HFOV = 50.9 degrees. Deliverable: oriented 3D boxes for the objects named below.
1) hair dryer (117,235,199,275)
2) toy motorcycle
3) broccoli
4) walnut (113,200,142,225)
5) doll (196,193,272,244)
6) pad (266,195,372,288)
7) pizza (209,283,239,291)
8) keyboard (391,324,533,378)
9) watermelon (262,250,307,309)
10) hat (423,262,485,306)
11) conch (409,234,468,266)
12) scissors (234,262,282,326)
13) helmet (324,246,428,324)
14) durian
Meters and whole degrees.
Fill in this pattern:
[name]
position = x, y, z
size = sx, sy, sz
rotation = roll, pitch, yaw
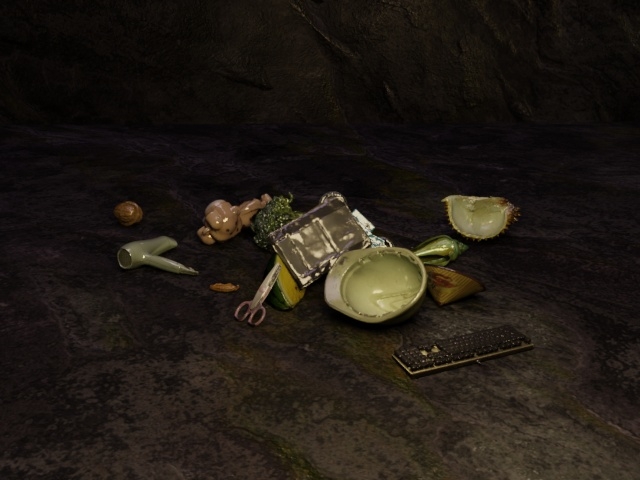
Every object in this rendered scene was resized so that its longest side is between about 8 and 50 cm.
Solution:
[hair dryer]
position = -0.432, 0.052, 1.930
size = 0.237, 0.075, 0.206
rotation = 20, 22, 24
[toy motorcycle]
position = 0.069, 0.008, 1.833
size = 0.272, 0.182, 0.123
rotation = 43, 0, 6
[broccoli]
position = -0.065, -0.051, 2.093
size = 0.304, 0.165, 0.145
rotation = -5, 62, -38
[walnut]
position = -0.637, -0.089, 2.230
size = 0.096, 0.082, 0.079
rotation = 9, -4, 25
[doll]
position = -0.267, -0.071, 2.117
size = 0.119, 0.154, 0.278
rotation = 52, 36, 11
[pad]
position = 0.000, 0.000, 1.759
size = 0.233, 0.174, 0.022
rotation = -32, -11, -17
[pizza]
position = -0.256, 0.126, 1.788
size = 0.083, 0.016, 0.037
rotation = -1, 23, 8
[keyboard]
position = 0.320, 0.242, 1.491
size = 0.317, 0.027, 0.106
rotation = -9, 24, -21
[watermelon]
position = -0.081, 0.087, 1.790
size = 0.129, 0.123, 0.301
rotation = 25, 28, 3
[hat]
position = 0.316, 0.129, 1.709
size = 0.193, 0.082, 0.193
rotation = 18, -13, 4
[conch]
position = 0.334, 0.035, 1.931
size = 0.201, 0.079, 0.095
rotation = -25, 42, -13
[scissors]
position = -0.143, 0.129, 1.653
size = 0.086, 0.022, 0.176
rotation = 15, 64, 35
[helmet]
position = 0.153, 0.128, 1.630
size = 0.258, 0.137, 0.204
rotation = 5, 61, 32
[durian]
position = 0.500, -0.070, 2.102
size = 0.252, 0.139, 0.144
rotation = 4, 27, 10
